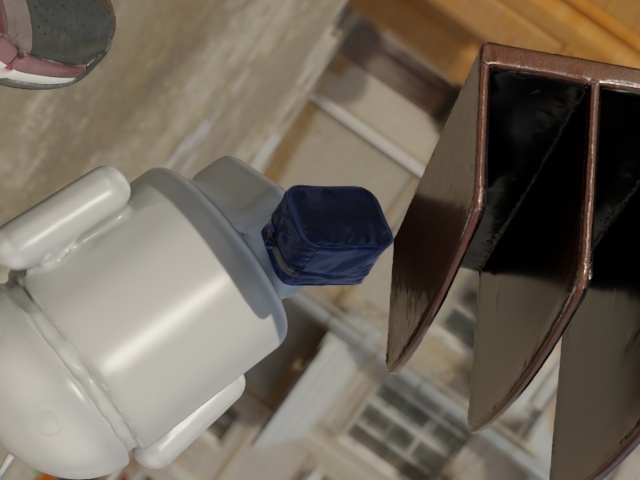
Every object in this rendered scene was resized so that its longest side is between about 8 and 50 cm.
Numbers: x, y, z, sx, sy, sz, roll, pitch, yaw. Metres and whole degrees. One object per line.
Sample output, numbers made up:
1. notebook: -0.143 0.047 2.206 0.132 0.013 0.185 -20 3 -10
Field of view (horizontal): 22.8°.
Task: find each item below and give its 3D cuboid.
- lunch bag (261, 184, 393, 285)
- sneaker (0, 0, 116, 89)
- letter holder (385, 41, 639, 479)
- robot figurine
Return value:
1. lunch bag: 0.000 0.000 1.279 0.098 0.067 0.065 1 141 -28
2. sneaker: -0.147 -0.175 0.699 0.162 0.106 0.281 -31 146 21
3. letter holder: 0.140 0.043 1.077 0.302 0.152 0.214 109 -11 -64
4. robot figurine: -0.172 0.074 1.413 0.353 0.300 0.200 -37 -148 -14
